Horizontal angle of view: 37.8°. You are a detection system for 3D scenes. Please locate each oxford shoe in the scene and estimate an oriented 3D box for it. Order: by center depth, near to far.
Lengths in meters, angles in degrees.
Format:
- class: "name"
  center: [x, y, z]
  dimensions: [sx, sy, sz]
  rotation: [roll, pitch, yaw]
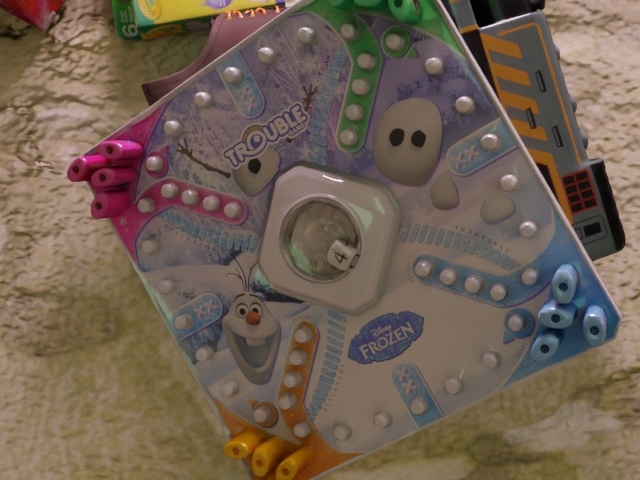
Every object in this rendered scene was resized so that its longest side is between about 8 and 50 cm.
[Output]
- class: "oxford shoe"
  center: [-0.053, -0.198, 0.920]
  dimensions: [0.271, 0.097, 0.098]
  rotation: [-39, 100, -1]

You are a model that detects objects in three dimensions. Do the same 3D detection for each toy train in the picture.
- class: "toy train"
  center: [0.160, -0.096, 0.895]
  dimensions: [0.190, 0.142, 0.333]
  rotation: [-18, 92, -8]

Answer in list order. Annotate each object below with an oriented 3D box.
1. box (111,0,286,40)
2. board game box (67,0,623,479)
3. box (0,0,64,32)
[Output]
- class: "box"
  center: [-0.132, -0.273, 0.973]
  dimensions: [0.179, 0.043, 0.105]
  rotation: [-11, 83, 0]
- class: "board game box"
  center: [0.000, 0.000, 0.841]
  dimensions: [0.390, 0.050, 0.389]
  rotation: [-30, 87, 22]
- class: "box"
  center: [-0.305, -0.312, 0.868]
  dimensions: [0.123, 0.257, 0.128]
  rotation: [30, 84, 1]
